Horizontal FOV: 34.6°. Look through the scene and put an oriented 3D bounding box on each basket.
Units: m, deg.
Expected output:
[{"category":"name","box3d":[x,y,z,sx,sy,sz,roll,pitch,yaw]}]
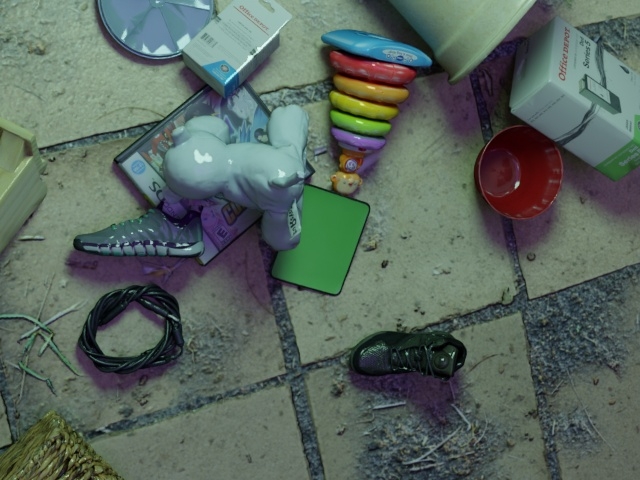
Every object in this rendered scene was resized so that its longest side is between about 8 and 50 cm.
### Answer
[{"category":"basket","box3d":[-0.470,0.468,1.690,0.299,0.213,0.223,-42,105,-12]}]

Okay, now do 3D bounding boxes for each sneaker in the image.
[{"category":"sneaker","box3d":[0.174,0.217,1.940,0.228,0.130,0.087,-1,92,-17]},{"category":"sneaker","box3d":[-0.312,-0.020,1.775,0.224,0.083,0.098,2,88,-9]}]

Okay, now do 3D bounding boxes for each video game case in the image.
[{"category":"video game case","box3d":[-0.185,-0.134,1.840,0.275,0.035,0.248,-41,105,-12]}]

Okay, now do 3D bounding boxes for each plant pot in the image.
[{"category":"plant pot","box3d":[0.229,-0.503,1.832,0.305,0.334,0.334,39,81,-5]}]

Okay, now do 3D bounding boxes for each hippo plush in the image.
[{"category":"hippo plush","box3d":[-0.145,-0.095,1.731,0.237,0.294,0.234,4,124,-1]}]

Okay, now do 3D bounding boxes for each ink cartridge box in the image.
[{"category":"ink cartridge box","box3d":[-0.143,-0.350,1.803,0.104,0.060,0.180,41,76,10]},{"category":"ink cartridge box","box3d":[0.511,-0.273,1.984,0.273,0.115,0.198,30,49,-18]}]

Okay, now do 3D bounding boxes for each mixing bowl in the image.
[{"category":"mixing bowl","box3d":[0.367,-0.131,1.996,0.181,0.098,0.181,-1,93,-19]}]

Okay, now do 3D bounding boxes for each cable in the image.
[{"category":"cable","box3d":[-0.333,0.155,1.803,0.185,0.047,0.150,-8,96,-18]}]

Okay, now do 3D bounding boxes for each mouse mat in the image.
[{"category":"mouse mat","box3d":[0.000,0.000,1.912,0.153,0.007,0.189,17,97,-23]}]

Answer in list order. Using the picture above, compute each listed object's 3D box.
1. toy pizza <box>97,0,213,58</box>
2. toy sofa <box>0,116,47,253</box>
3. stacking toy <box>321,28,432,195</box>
[{"category":"toy pizza","box3d":[-0.287,-0.417,1.787,0.201,0.032,0.201,-2,96,-19]},{"category":"toy sofa","box3d":[-0.591,-0.025,1.609,0.150,0.177,0.362,25,64,7]},{"category":"stacking toy","box3d":[0.073,-0.223,1.879,0.175,0.166,0.301,6,107,-29]}]
